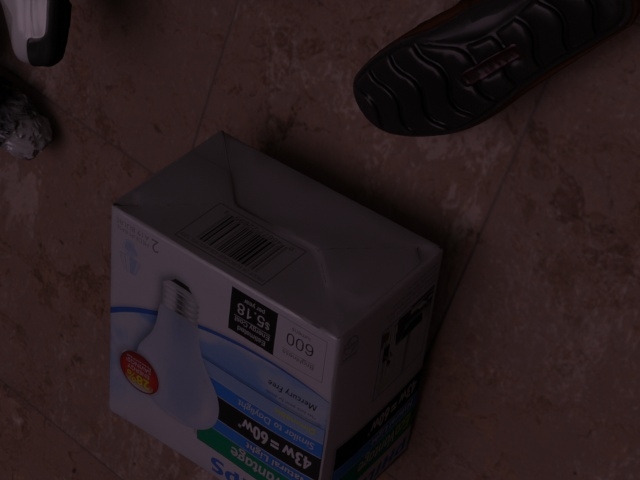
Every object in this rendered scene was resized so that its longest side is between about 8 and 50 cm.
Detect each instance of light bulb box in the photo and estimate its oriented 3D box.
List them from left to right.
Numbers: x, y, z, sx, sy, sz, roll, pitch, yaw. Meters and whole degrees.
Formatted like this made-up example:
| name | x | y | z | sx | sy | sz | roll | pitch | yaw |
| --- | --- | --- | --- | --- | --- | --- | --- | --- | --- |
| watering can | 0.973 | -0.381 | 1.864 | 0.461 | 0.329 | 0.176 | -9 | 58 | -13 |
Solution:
| name | x | y | z | sx | sy | sz | roll | pitch | yaw |
| --- | --- | --- | --- | --- | --- | --- | --- | --- | --- |
| light bulb box | -0.068 | 0.118 | 1.960 | 0.358 | 0.225 | 0.361 | 29 | 134 | 25 |

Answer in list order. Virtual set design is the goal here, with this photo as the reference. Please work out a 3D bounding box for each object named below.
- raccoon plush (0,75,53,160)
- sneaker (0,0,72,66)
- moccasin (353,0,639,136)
| name | x | y | z | sx | sy | sz | roll | pitch | yaw |
| --- | --- | --- | --- | --- | --- | --- | --- | --- | --- |
| raccoon plush | -0.501 | -0.368 | 2.228 | 0.446 | 0.216 | 0.299 | 34 | 114 | -13 |
| sneaker | -0.471 | -0.431 | 2.033 | 0.257 | 0.169 | 0.447 | -8 | 83 | -4 |
| moccasin | 0.196 | -0.232 | 1.746 | 0.380 | 0.147 | 0.139 | -33 | 100 | 36 |
